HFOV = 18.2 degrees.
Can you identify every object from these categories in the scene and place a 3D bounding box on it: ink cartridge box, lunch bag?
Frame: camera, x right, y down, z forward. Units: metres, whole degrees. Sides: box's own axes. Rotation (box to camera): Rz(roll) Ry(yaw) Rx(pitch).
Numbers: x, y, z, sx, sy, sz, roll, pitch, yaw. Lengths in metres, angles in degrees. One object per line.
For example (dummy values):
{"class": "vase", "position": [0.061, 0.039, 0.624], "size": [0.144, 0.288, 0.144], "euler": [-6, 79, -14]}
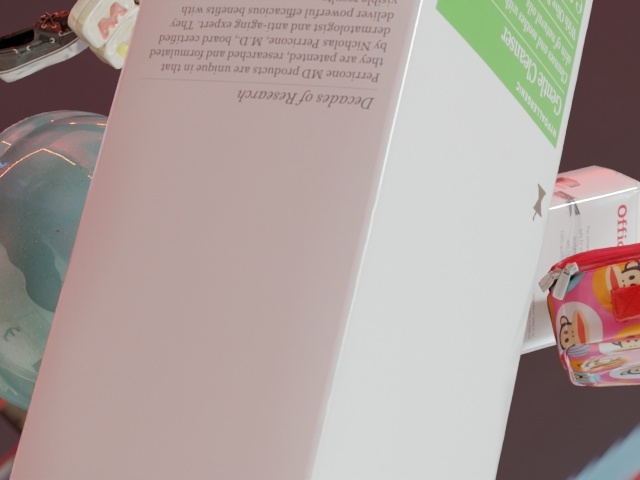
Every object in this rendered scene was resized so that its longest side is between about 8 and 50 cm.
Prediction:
{"class": "ink cartridge box", "position": [0.226, 0.023, 2.073], "size": [0.092, 0.218, 0.158], "euler": [30, -53, 55]}
{"class": "lunch bag", "position": [0.362, 0.058, 1.906], "size": [0.258, 0.293, 0.120], "euler": [49, 32, -74]}

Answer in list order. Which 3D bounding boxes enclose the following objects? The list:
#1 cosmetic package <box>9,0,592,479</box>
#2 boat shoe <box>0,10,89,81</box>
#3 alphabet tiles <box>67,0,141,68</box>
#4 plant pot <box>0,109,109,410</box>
{"class": "cosmetic package", "position": [0.000, 0.000, 0.937], "size": [0.155, 0.365, 0.197], "euler": [4, -17, 27]}
{"class": "boat shoe", "position": [-0.262, -0.196, 1.921], "size": [0.142, 0.049, 0.040], "euler": [-23, -56, 24]}
{"class": "alphabet tiles", "position": [-0.116, -0.281, 1.764], "size": [0.021, 0.284, 0.278], "euler": [35, -4, 13]}
{"class": "plant pot", "position": [-0.173, 0.025, 1.837], "size": [0.196, 0.293, 0.293], "euler": [3, -44, 46]}
